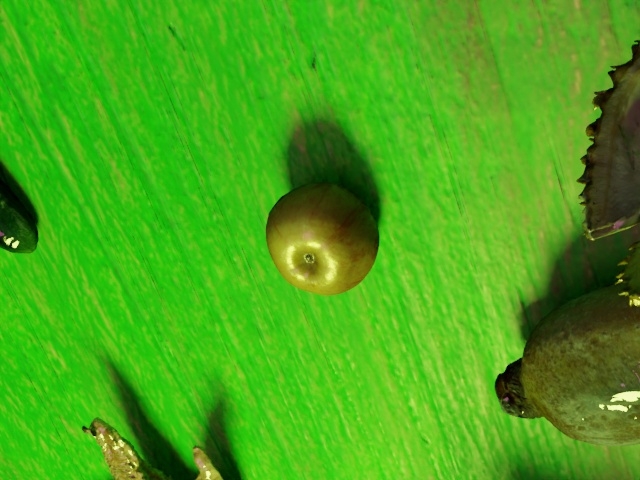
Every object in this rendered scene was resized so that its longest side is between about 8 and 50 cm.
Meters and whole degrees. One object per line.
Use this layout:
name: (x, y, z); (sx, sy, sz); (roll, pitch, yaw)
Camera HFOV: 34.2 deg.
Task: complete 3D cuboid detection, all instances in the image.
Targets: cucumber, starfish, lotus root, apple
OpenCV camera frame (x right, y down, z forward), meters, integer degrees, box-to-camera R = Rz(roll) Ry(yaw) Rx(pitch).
cucumber: (-0.346, -0.094, 0.886); (0.284, 0.056, 0.056); (44, 130, -6)
starfish: (-0.140, 0.275, 0.995); (0.299, 0.060, 0.302); (19, 132, 25)
lotus root: (0.197, 0.082, 0.672); (0.192, 0.088, 0.113); (-21, 114, 37)
apple: (0.000, 0.000, 0.738); (0.084, 0.071, 0.084); (14, 125, 21)

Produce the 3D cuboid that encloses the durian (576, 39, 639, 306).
durian: (0.263, -0.038, 0.520); (0.237, 0.194, 0.137); (-3, 159, 42)
